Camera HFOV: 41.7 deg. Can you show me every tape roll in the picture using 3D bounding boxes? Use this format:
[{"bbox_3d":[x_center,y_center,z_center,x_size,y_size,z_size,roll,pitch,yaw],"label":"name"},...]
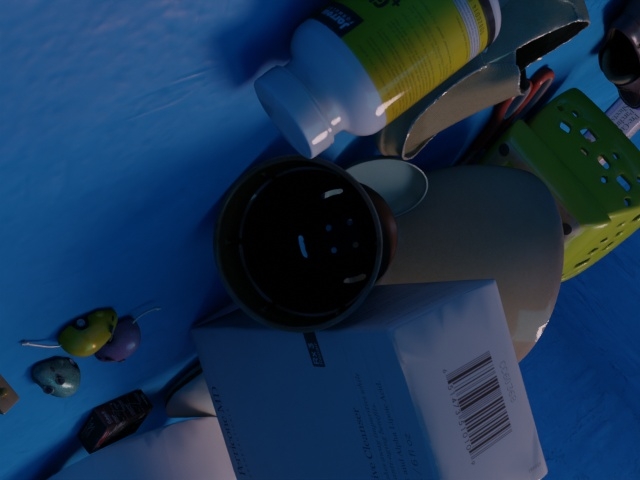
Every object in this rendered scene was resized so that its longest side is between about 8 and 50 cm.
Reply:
[{"bbox_3d":[-0.246,0.346,1.144,0.286,0.100,0.286,-24,161,-9],"label":"tape roll"}]

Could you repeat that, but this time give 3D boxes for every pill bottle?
[{"bbox_3d":[0.042,-0.148,0.656,0.184,0.103,0.103,-38,162,-9],"label":"pill bottle"}]

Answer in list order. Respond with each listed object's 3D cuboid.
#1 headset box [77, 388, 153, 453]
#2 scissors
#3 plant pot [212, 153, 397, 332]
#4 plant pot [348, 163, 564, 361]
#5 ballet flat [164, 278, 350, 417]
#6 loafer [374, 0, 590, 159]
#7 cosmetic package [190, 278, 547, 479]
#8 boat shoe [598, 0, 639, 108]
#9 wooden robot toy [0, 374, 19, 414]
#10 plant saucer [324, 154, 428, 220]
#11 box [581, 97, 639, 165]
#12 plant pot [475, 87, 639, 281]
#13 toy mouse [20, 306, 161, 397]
[{"bbox_3d":[-0.259,0.227,1.047,0.083,0.032,0.062,-17,150,-50],"label":"headset box"},{"bbox_3d":[0.235,-0.132,1.228,0.109,0.021,0.297,-24,154,-48],"label":"scissors"},{"bbox_3d":[0.000,0.000,0.854,0.167,0.167,0.165,-45,170,14],"label":"plant pot"},{"bbox_3d":[0.146,0.025,1.091,0.191,0.284,0.284,12,135,-23],"label":"plant pot"},{"bbox_3d":[-0.029,0.163,1.208,0.400,0.139,0.139,-33,161,-23],"label":"ballet flat"},{"bbox_3d":[0.166,-0.175,0.865,0.268,0.092,0.102,-45,162,14],"label":"loafer"},{"bbox_3d":[0.032,0.168,0.924,0.156,0.217,0.385,-21,-174,-37],"label":"cosmetic package"},{"bbox_3d":[0.461,-0.271,1.246,0.092,0.103,0.285,-36,159,1],"label":"boat shoe"},{"bbox_3d":[-0.324,0.143,0.661,0.079,0.076,0.173,-34,164,16],"label":"wooden robot toy"},{"bbox_3d":[0.063,-0.063,0.964,0.119,0.021,0.119,-5,147,-3],"label":"plant saucer"},{"bbox_3d":[0.545,-0.175,1.697,0.324,0.067,0.063,-49,161,27],"label":"box"},{"bbox_3d":[0.336,-0.062,1.253,0.207,0.228,0.227,-22,159,-43],"label":"plant pot"},{"bbox_3d":[-0.232,0.121,0.849,0.161,0.031,0.143,-25,156,-41],"label":"toy mouse"}]
